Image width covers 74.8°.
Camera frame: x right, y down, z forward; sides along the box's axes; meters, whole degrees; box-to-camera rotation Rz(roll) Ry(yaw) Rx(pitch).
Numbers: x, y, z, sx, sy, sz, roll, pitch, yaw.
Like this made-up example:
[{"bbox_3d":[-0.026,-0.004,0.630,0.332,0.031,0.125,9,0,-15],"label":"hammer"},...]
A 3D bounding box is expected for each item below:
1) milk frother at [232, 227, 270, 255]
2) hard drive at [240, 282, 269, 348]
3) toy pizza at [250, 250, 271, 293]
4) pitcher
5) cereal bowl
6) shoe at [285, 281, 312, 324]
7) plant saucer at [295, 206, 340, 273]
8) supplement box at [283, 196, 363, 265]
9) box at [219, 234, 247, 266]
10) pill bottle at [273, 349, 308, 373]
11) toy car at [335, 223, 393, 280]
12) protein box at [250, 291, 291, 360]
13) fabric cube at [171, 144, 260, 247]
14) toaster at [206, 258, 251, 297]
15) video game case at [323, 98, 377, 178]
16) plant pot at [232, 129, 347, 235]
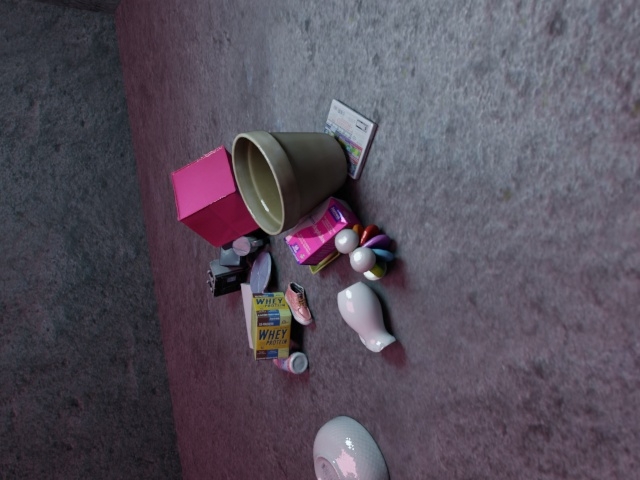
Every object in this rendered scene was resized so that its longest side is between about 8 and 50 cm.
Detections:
[{"bbox_3d":[-0.301,-0.021,1.794,0.129,0.135,0.143,-27,88,20],"label":"milk frother"},{"bbox_3d":[-0.290,0.362,1.959,0.210,0.040,0.317,0,99,52],"label":"hard drive"},{"bbox_3d":[-0.255,0.146,1.835,0.201,0.032,0.201,-35,47,49],"label":"toy pizza"},{"bbox_3d":[0.131,0.244,1.331,0.207,0.126,0.178,61,156,5],"label":"pitcher"},{"bbox_3d":[0.081,0.824,1.508,0.339,0.141,0.338,18,114,49],"label":"cereal bowl"},{"bbox_3d":[-0.084,0.244,1.641,0.178,0.064,0.081,51,140,39],"label":"shoe"},{"bbox_3d":[0.000,0.000,1.489,0.188,0.045,0.188,-41,66,48],"label":"plant saucer"},{"bbox_3d":[0.008,-0.026,1.353,0.220,0.114,0.111,-41,67,21],"label":"supplement box"},{"bbox_3d":[-0.391,0.041,1.887,0.158,0.093,0.155,88,-178,-82],"label":"box"},{"bbox_3d":[-0.130,0.501,1.746,0.160,0.087,0.087,-9,92,53],"label":"pill bottle"},{"bbox_3d":[0.144,0.024,1.250,0.136,0.159,0.182,-43,57,7],"label":"toy car"},{"bbox_3d":[-0.207,0.346,1.718,0.199,0.136,0.200,-125,37,-64],"label":"protein box"},{"bbox_3d":[-0.407,-0.168,1.688,0.259,0.258,0.253,-25,59,9],"label":"fabric cube"},{"bbox_3d":[-0.448,0.172,2.021,0.110,0.186,0.167,55,145,33],"label":"toaster"},{"bbox_3d":[0.080,-0.321,1.326,0.201,0.023,0.183,45,131,36],"label":"video game case"},{"bbox_3d":[-0.082,-0.210,1.321,0.323,0.281,0.322,41,144,40],"label":"plant pot"}]
